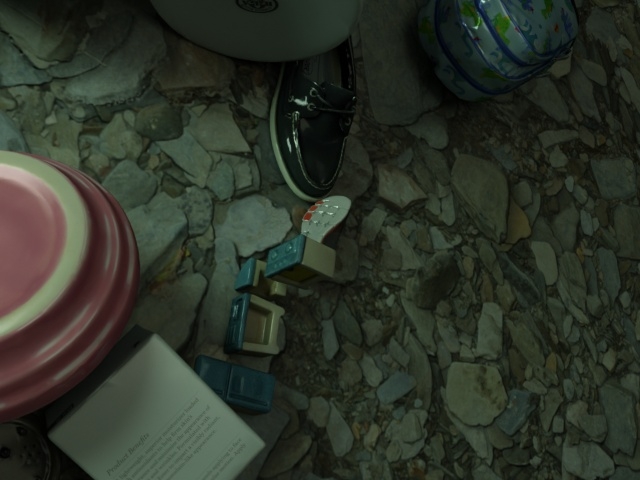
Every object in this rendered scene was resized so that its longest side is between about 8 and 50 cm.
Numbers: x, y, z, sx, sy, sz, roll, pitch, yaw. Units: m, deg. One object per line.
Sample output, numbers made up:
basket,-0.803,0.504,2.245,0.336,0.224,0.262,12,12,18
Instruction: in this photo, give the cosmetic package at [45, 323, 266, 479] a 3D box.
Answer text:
cosmetic package,-0.191,0.214,0.905,0.151,0.151,0.183,-45,102,-16

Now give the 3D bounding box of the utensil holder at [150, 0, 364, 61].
utensil holder,-0.075,-0.503,1.157,0.328,0.328,0.385,17,68,-31

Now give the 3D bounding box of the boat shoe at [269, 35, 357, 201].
boat shoe,0.006,-0.232,1.249,0.127,0.113,0.340,19,64,-31

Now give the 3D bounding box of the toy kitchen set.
toy kitchen set,-0.080,0.107,1.037,0.122,0.166,0.207,21,63,-29

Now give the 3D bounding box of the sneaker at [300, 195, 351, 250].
sneaker,0.000,0.000,1.210,0.158,0.061,0.065,-56,148,-26

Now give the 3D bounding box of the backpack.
backpack,0.335,-0.413,1.488,0.356,0.273,0.290,-34,102,-26

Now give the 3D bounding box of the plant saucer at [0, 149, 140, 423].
plant saucer,-0.356,0.025,0.808,0.332,0.084,0.332,2,54,-2

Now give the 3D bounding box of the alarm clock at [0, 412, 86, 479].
alarm clock,-0.334,0.256,0.872,0.192,0.064,0.129,32,58,-27
